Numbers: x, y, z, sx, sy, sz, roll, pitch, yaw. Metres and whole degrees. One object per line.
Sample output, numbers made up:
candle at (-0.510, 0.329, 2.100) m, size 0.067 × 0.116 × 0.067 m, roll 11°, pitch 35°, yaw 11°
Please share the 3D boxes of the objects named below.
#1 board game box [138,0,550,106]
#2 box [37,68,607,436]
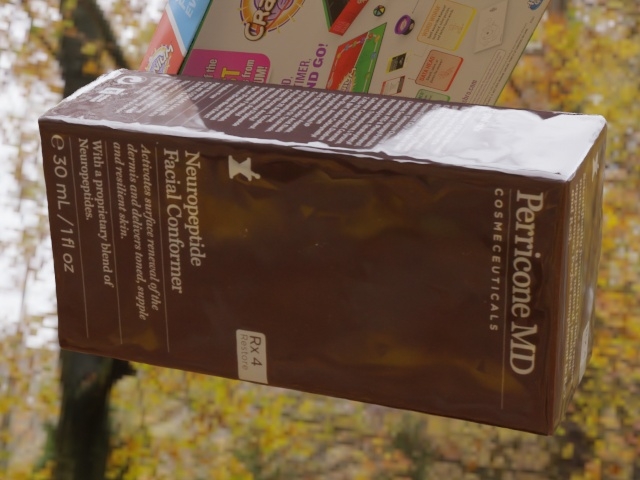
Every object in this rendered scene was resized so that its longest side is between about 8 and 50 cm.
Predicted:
board game box at (0.026, -0.177, 1.257) m, size 0.317 × 0.064 × 0.242 m, roll 11°, pitch -62°, yaw -34°
box at (0.000, 0.000, 1.046) m, size 0.382 × 0.191 × 0.143 m, roll 7°, pitch 24°, yaw 18°
